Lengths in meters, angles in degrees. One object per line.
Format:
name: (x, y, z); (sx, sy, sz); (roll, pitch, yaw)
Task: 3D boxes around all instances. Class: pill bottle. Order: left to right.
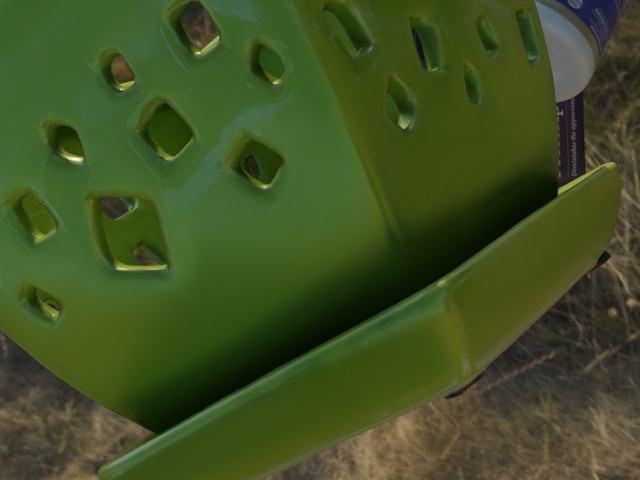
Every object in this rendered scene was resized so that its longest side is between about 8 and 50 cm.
pill bottle: (0.189, -0.211, 0.809); (0.112, 0.112, 0.187); (11, 63, 37)

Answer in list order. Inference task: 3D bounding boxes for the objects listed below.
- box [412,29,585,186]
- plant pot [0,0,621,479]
box: (0.139, -0.173, 0.960); (0.184, 0.261, 0.103); (-10, 18, -10)
plant pot: (-0.012, -0.027, 0.455); (0.228, 0.227, 0.207); (-33, 87, 35)
